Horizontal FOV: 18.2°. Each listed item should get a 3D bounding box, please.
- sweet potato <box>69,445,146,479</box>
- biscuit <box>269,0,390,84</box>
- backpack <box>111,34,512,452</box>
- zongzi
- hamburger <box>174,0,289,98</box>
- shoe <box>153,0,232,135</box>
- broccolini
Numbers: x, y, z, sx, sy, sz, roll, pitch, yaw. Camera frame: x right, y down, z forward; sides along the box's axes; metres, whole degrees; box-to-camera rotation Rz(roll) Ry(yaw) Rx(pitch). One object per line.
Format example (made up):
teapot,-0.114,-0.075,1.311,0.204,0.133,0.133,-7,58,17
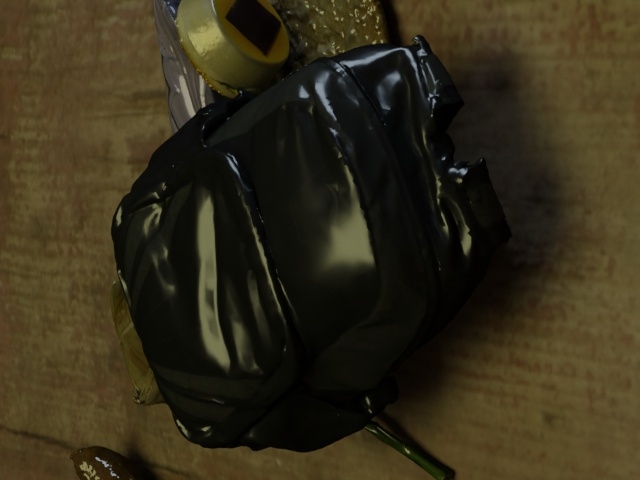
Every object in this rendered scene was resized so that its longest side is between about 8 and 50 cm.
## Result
sweet potato,-0.194,0.373,2.354,0.341,0.092,0.114,45,156,44
biscuit,0.006,-0.186,2.065,0.220,0.033,0.219,15,109,52
backpack,0.000,0.000,1.920,0.446,0.255,0.363,-33,74,52
zongzi,-0.183,0.067,2.305,0.194,0.099,0.197,-59,44,38
hamburger,-0.090,-0.203,2.068,0.081,0.141,0.126,-36,35,33
shoe,-0.133,-0.181,2.199,0.137,0.095,0.245,-39,68,53
broccolini,0.056,0.189,2.051,0.218,0.044,0.042,32,119,44
